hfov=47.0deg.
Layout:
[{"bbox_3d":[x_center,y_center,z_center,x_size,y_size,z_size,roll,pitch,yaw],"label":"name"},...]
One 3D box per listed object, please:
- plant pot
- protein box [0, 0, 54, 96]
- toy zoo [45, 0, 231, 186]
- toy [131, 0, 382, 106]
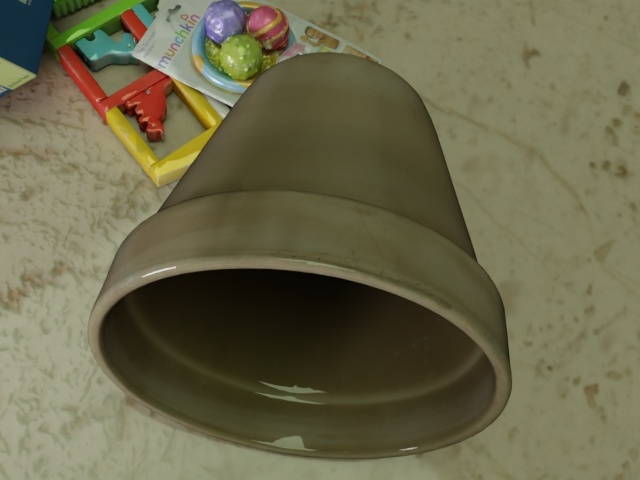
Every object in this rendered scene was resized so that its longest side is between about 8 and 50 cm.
[{"bbox_3d":[0.000,0.000,0.644,0.323,0.323,0.281,14,53,-5],"label":"plant pot"},{"bbox_3d":[-0.366,-0.261,0.678,0.201,0.135,0.200,24,64,-44],"label":"protein box"},{"bbox_3d":[-0.158,-0.189,0.798,0.192,0.030,0.293,-36,81,-19],"label":"toy zoo"},{"bbox_3d":[-0.061,-0.204,0.775,0.237,0.056,0.137,28,68,-1],"label":"toy"}]
